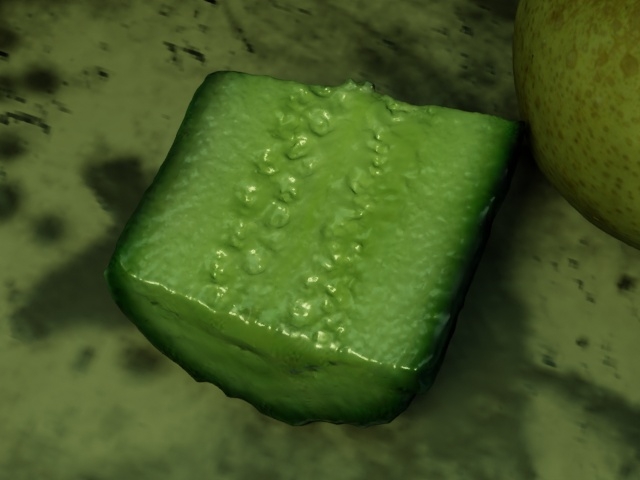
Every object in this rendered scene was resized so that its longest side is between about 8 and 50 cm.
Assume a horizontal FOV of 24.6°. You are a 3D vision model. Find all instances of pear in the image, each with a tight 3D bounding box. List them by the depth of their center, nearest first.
[{"bbox_3d":[0.151,-0.069,0.528,0.167,0.136,0.167,0,47,0],"label":"pear"}]

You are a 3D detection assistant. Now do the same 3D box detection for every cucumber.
[{"bbox_3d":[0.000,0.000,0.516,0.116,0.062,0.115,17,58,11],"label":"cucumber"}]
